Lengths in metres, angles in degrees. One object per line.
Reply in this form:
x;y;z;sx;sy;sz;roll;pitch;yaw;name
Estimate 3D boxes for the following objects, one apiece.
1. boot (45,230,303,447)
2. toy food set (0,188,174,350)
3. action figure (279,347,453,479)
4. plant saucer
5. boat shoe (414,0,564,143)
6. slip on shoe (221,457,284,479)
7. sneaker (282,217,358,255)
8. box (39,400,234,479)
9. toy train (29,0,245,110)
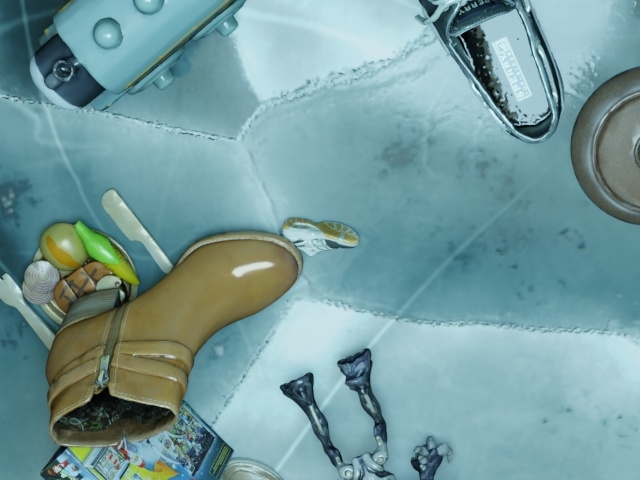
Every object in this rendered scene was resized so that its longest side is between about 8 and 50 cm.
-0.148;0.099;1.255;0.283;0.220;0.109;-13;118;2;boot
-0.268;0.044;1.365;0.192;0.038;0.132;-37;98;16;toy food set
0.066;0.259;1.332;0.164;0.141;0.275;-24;86;12;action figure
0.338;-0.092;1.243;0.168;0.029;0.168;3;107;8;plant saucer
0.145;-0.231;1.188;0.113;0.105;0.306;-21;103;14;boat shoe
-0.057;0.299;1.409;0.135;0.041;0.051;38;108;-4;slip on shoe
0.000;0.000;1.321;0.083;0.032;0.037;11;121;10;sneaker
-0.187;0.235;1.307;0.044;0.233;0.159;-41;97;20;box
-0.139;-0.247;1.180;0.334;0.190;0.142;-35;98;16;toy train
